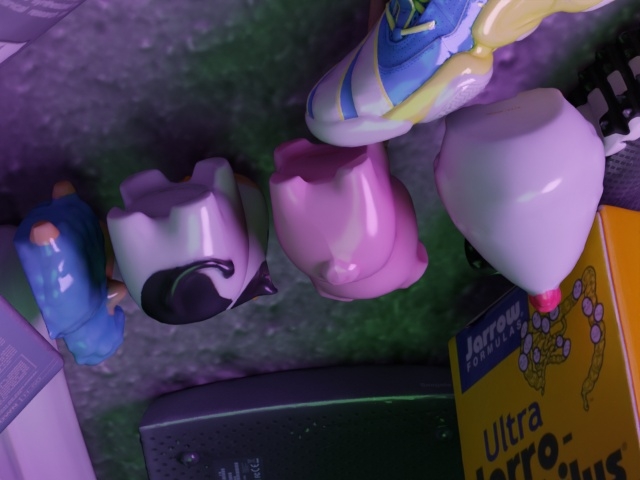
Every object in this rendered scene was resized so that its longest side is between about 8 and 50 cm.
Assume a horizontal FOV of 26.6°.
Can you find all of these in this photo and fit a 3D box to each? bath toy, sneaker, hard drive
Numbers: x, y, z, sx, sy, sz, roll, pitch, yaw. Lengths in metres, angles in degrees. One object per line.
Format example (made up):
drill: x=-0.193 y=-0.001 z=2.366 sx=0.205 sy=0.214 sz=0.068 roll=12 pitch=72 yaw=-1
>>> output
bath toy: x=0.000 y=0.000 z=0.812 sx=0.348 sy=0.151 sz=0.129 roll=-10 pitch=114 yaw=14
sneaker: x=0.198 y=-0.052 z=0.868 sx=0.106 sy=0.078 sz=0.234 roll=20 pitch=128 yaw=-26
sneaker: x=0.076 y=-0.157 z=0.753 sx=0.240 sy=0.091 sz=0.126 roll=-33 pitch=116 yaw=-4
hard drive: x=-0.002 y=0.167 z=1.031 sx=0.254 sy=0.054 sz=0.172 roll=-5 pitch=130 yaw=-1

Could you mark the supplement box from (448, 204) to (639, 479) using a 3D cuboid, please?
supplement box: x=0.293 y=0.132 z=0.901 sx=0.356 sy=0.195 sz=0.194 roll=9 pitch=147 yaw=-22

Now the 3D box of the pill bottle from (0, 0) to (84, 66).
pill bottle: x=-0.110 y=-0.233 z=0.587 sx=0.363 sy=0.210 sz=0.210 roll=-33 pitch=126 yaw=19

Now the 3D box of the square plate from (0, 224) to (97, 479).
square plate: x=-0.348 y=0.152 z=0.976 sx=0.343 sy=0.049 sz=0.347 roll=-8 pitch=130 yaw=-2

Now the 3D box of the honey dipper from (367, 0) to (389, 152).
honey dipper: x=0.032 y=-0.122 z=0.818 sx=0.030 sy=0.030 sz=0.161 roll=-2 pitch=126 yaw=-6

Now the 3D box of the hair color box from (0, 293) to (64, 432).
hair color box: x=-0.249 y=0.010 z=0.642 sx=0.185 sy=0.374 sz=0.113 roll=41 pitch=78 yaw=8
